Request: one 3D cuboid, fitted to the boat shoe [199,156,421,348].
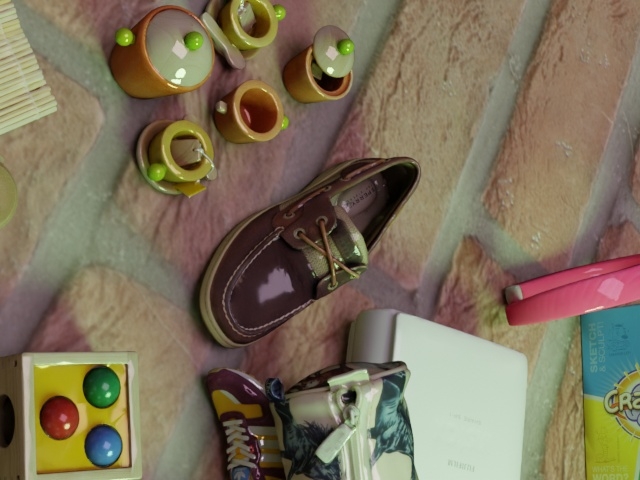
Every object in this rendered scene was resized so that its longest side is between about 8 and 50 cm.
[{"bbox_3d":[0.000,0.000,1.453,0.342,0.123,0.123,-38,106,-38],"label":"boat shoe"}]

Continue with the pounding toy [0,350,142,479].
[{"bbox_3d":[-0.268,0.213,1.207,0.181,0.094,0.206,4,78,-39],"label":"pounding toy"}]

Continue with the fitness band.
[{"bbox_3d":[0.377,0.059,1.699,0.290,0.209,0.054,-14,89,-41],"label":"fitness band"}]

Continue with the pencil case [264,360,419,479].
[{"bbox_3d":[0.050,0.331,1.303,0.183,0.159,0.411,29,51,-77],"label":"pencil case"}]

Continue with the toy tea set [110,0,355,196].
[{"bbox_3d":[-0.084,-0.196,1.423,0.336,0.124,0.200,-34,103,-39],"label":"toy tea set"}]

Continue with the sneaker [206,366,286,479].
[{"bbox_3d":[-0.076,0.226,1.380,0.185,0.069,0.084,55,48,-16],"label":"sneaker"}]

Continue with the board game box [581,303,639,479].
[{"bbox_3d":[0.473,0.243,1.722,0.064,0.242,0.317,10,74,-36],"label":"board game box"}]

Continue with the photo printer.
[{"bbox_3d":[0.134,0.260,1.522,0.256,0.107,0.308,21,68,-35],"label":"photo printer"}]

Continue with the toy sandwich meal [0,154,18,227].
[{"bbox_3d":[-0.340,-0.048,1.245,0.085,0.029,0.086,5,82,-41],"label":"toy sandwich meal"}]

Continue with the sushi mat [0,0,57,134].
[{"bbox_3d":[-0.410,-0.142,1.212,0.316,0.019,0.151,-31,102,-39],"label":"sushi mat"}]
